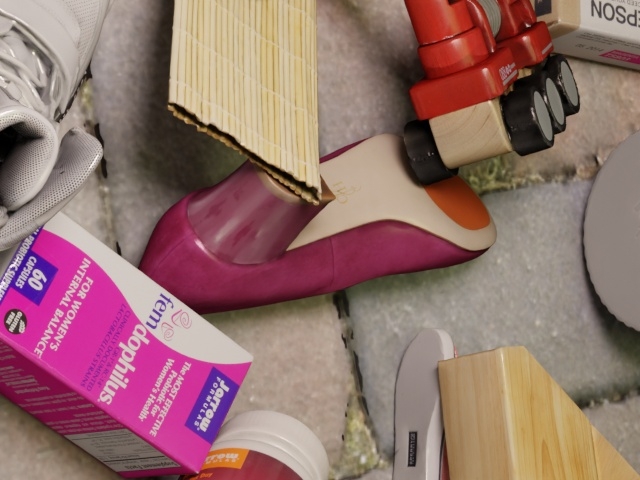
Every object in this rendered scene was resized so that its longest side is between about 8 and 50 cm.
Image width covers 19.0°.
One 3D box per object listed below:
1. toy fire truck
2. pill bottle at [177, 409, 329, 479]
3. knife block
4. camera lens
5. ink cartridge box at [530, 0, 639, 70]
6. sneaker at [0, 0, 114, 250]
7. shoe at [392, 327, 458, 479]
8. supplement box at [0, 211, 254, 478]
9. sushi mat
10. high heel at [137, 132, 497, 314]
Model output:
[{"bbox_3d":[0.103,-0.190,1.668,0.246,0.158,0.217,70,21,-10],"label":"toy fire truck"},{"bbox_3d":[-0.066,0.229,1.471,0.121,0.121,0.221,56,26,-16],"label":"pill bottle"},{"bbox_3d":[0.165,0.260,1.605,0.275,0.088,0.242,48,55,-18],"label":"knife block"},{"bbox_3d":[0.420,-0.002,1.845,0.274,0.219,0.219,4,81,-35],"label":"camera lens"},{"bbox_3d":[0.289,-0.275,1.873,0.235,0.088,0.193,7,78,-36],"label":"ink cartridge box"},{"bbox_3d":[-0.222,-0.111,1.398,0.137,0.210,0.366,43,61,-24],"label":"sneaker"},{"bbox_3d":[0.113,0.169,1.697,0.081,0.063,0.178,10,82,-37],"label":"shoe"},{"bbox_3d":[-0.178,0.080,1.464,0.220,0.114,0.111,39,61,-27],"label":"supplement box"},{"bbox_3d":[-0.058,-0.173,1.549,0.151,0.019,0.316,30,36,-27],"label":"sushi mat"},{"bbox_3d":[0.000,0.000,1.647,0.377,0.181,0.127,10,46,-51],"label":"high heel"}]
